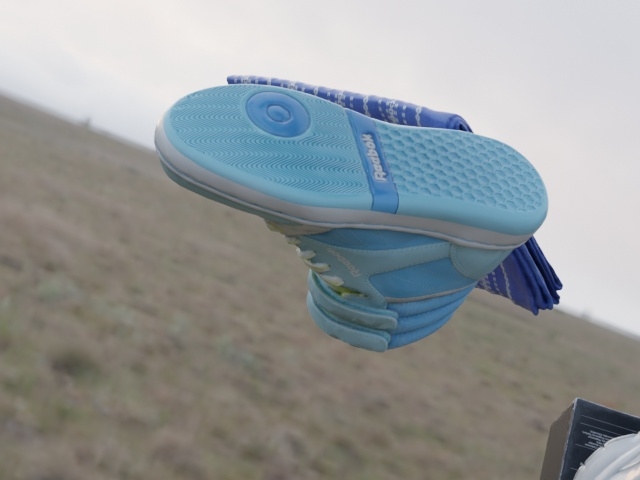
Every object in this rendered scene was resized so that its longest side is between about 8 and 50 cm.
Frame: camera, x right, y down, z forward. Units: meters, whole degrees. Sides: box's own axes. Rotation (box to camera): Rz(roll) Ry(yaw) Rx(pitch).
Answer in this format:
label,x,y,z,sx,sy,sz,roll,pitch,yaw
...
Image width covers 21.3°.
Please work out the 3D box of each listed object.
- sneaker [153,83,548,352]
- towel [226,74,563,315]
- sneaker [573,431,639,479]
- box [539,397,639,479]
label,x,y,z,sx,sy,sz,roll,pitch,yaw
sneaker,0.000,0.000,1.343,0.319,0.208,0.127,12,45,-19
towel,0.065,-0.048,1.626,0.336,0.040,0.243,16,-33,49
sneaker,0.345,0.192,1.535,0.111,0.297,0.129,20,31,-19
box,0.365,0.303,1.829,0.261,0.184,0.103,18,-27,-3
